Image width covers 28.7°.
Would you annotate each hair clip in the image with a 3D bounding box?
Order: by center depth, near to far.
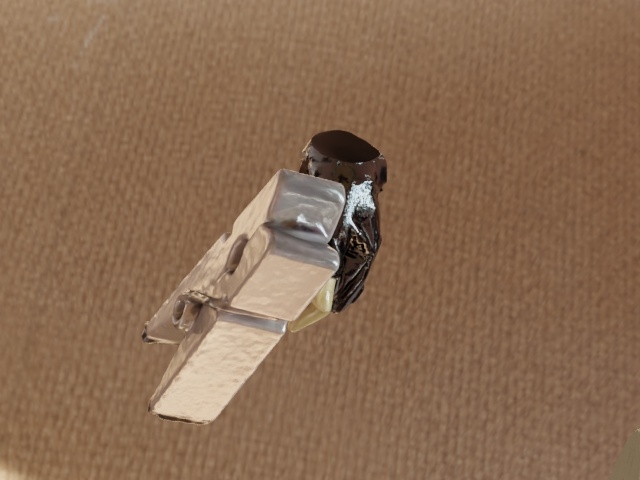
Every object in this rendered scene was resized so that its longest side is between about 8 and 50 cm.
[{"bbox_3d":[-0.078,0.057,1.091,0.085,0.331,0.101,16,56,-16],"label":"hair clip"}]

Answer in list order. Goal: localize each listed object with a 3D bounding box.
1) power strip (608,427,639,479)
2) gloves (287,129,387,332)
[{"bbox_3d":[0.365,0.369,1.308,0.161,0.357,0.357,17,56,9],"label":"power strip"},{"bbox_3d":[0.000,0.000,1.319,0.124,0.203,0.164,6,22,-13],"label":"gloves"}]
